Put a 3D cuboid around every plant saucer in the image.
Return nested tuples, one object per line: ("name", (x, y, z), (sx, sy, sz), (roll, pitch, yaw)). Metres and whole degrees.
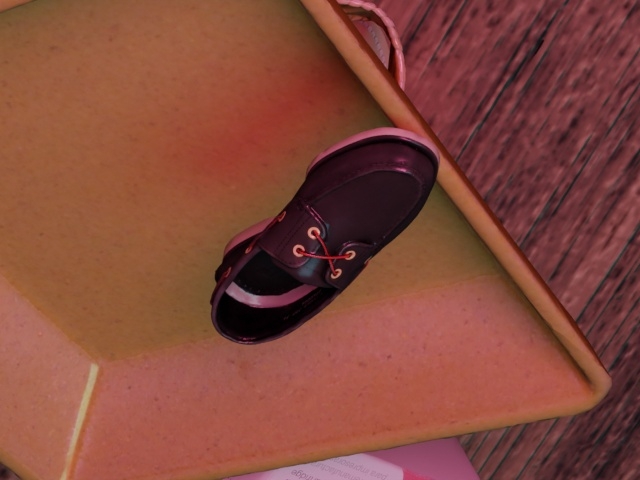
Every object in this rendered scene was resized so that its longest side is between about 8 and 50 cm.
("plant saucer", (-0.079, -0.014, 0.813), (0.332, 0.081, 0.333), (-14, 138, 28))

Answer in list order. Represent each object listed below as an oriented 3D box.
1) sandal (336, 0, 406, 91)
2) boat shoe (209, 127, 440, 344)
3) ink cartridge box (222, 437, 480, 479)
("sandal", (0.000, -0.080, 0.825), (0.088, 0.079, 0.240), (-38, 148, -4))
("boat shoe", (0.002, 0.001, 0.716), (0.049, 0.042, 0.133), (31, 137, -21))
("ink cartridge box", (-0.030, 0.183, 1.043), (0.158, 0.092, 0.218), (25, 113, -35))
